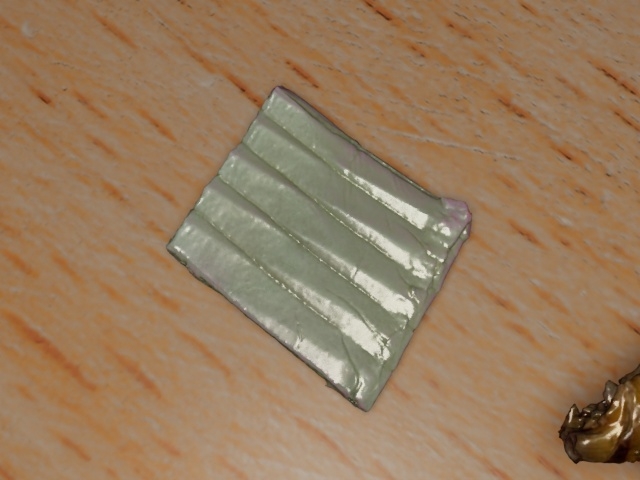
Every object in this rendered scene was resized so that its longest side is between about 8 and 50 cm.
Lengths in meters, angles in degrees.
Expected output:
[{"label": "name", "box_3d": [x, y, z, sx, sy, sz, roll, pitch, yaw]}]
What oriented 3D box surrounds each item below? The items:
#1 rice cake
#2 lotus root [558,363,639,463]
[{"label": "rice cake", "box_3d": [0.000, 0.000, 0.745, 0.198, 0.037, 0.189, 30, 77, 9]}, {"label": "lotus root", "box_3d": [0.326, 0.107, 0.638, 0.342, 0.169, 0.152, -1, 73, 0]}]
